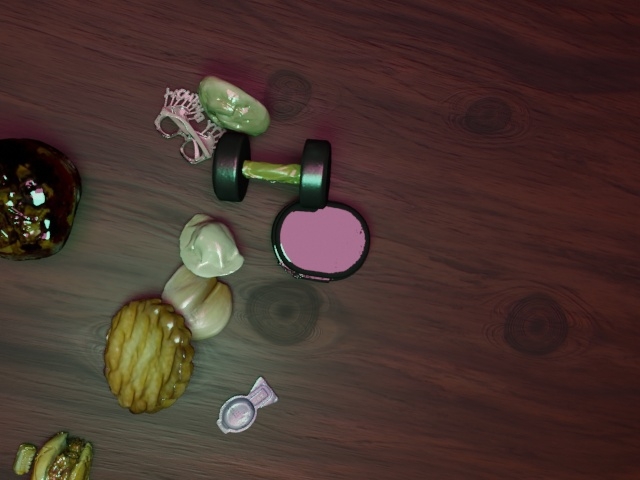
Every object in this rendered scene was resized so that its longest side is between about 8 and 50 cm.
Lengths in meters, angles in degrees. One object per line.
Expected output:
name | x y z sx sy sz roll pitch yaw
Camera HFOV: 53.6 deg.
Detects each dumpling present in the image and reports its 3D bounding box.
dumpling | -0.330 0.018 1.859 0.166 0.126 0.215 -30 87 -20

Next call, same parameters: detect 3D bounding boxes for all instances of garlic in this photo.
garlic | -0.370 0.195 1.867 0.217 0.110 0.228 41 82 -11

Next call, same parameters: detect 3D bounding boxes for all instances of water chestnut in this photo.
water chestnut | -0.806 -0.107 1.675 0.335 0.347 0.335 0 94 -2

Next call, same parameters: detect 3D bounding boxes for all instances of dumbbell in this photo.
dumbbell | -0.135 -0.201 1.836 0.323 0.204 0.203 5 88 4

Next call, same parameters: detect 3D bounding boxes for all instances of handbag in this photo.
handbag | 0.000 0.000 1.948 0.308 0.093 0.253 9 89 -11

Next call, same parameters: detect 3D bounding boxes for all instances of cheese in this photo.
cheese | -0.226 0.508 1.919 0.191 0.042 0.105 -36 97 -10

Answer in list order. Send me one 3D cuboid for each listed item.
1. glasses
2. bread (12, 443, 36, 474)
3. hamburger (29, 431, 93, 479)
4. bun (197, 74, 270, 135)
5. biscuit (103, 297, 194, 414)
glasses | -0.381 -0.349 1.883 0.255 0.095 0.162 48 66 -8
bread | -0.842 0.622 1.803 0.049 0.034 0.088 16 90 -25
hamburger | -0.731 0.694 1.760 0.155 0.245 0.282 11 43 -6
bun | -0.261 -0.380 1.848 0.237 0.210 0.116 35 83 -23
biscuit | -0.475 0.323 1.779 0.326 0.107 0.325 -4 82 30
